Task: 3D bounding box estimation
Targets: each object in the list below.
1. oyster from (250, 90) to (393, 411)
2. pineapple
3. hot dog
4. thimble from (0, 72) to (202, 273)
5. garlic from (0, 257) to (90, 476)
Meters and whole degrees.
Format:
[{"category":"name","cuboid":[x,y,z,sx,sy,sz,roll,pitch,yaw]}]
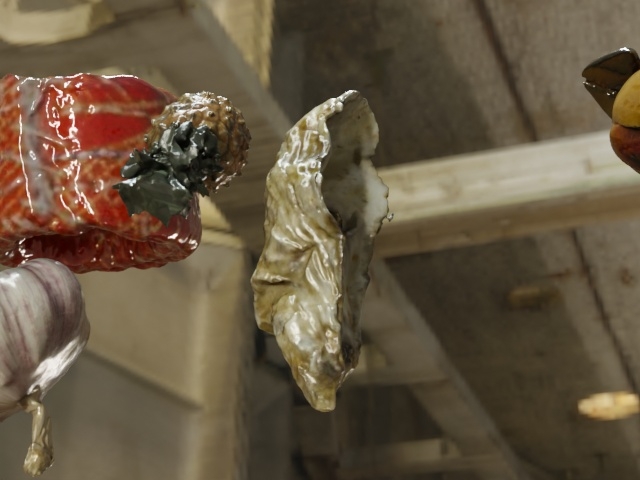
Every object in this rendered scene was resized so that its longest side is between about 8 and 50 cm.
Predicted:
[{"category":"oyster","cuboid":[-0.003,0.001,1.268,0.166,0.110,0.341,38,-126,-63]},{"category":"pineapple","cuboid":[-0.158,-0.091,1.494,0.248,0.128,0.128,-63,-39,-69]},{"category":"hot dog","cuboid":[0.399,-0.117,1.269,0.194,0.326,0.107,50,-124,-22]},{"category":"thimble","cuboid":[-0.333,-0.085,1.815,0.350,0.350,0.230,26,-122,-69]},{"category":"garlic","cuboid":[-0.381,0.171,1.604,0.253,0.245,0.245,61,-169,21]}]
